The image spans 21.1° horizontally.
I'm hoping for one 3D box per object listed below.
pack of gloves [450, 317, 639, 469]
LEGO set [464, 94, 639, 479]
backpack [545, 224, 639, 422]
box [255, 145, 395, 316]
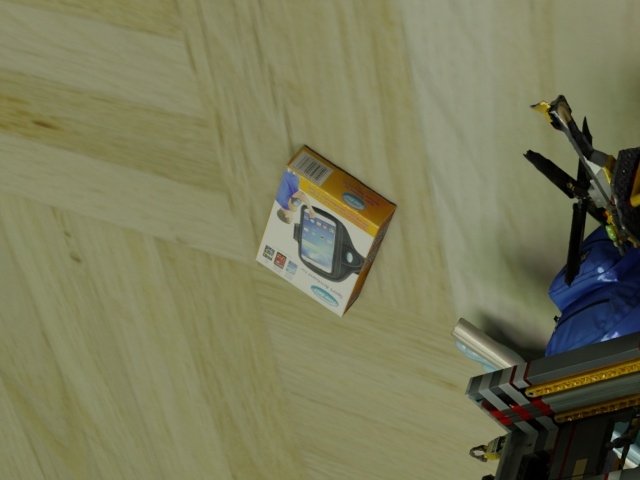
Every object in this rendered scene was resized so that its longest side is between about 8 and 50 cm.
[{"bbox_3d":[0.193,0.114,1.147,0.232,0.046,0.195,35,177,6],"label":"pack of gloves"},{"bbox_3d":[0.194,0.094,0.907,0.255,0.331,0.192,34,144,-30],"label":"LEGO set"},{"bbox_3d":[0.189,0.046,1.045,0.101,0.120,0.098,42,146,-1],"label":"backpack"},{"bbox_3d":[0.000,0.000,1.253,0.081,0.028,0.136,34,142,10],"label":"box"}]
